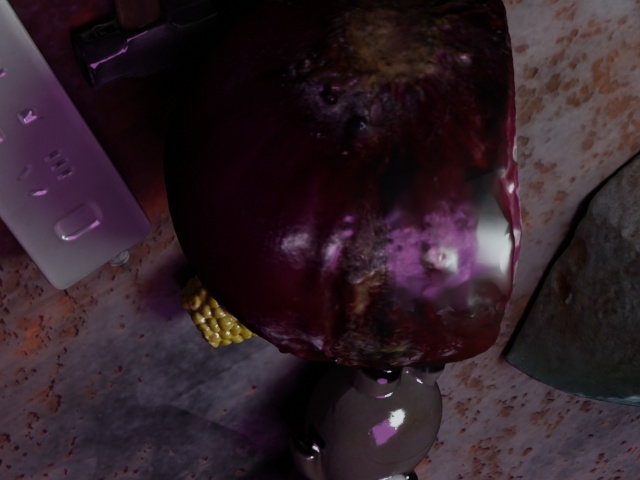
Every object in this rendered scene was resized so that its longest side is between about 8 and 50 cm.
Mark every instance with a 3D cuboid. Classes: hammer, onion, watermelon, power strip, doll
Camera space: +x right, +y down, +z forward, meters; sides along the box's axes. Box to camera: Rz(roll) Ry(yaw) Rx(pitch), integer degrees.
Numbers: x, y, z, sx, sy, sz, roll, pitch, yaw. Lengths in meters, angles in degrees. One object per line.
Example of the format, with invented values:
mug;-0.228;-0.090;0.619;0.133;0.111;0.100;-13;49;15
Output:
hammer;-0.148;-0.272;1.355;0.111;0.043;0.365;-21;133;-14
onion;0.012;-0.058;1.455;0.260;0.336;0.282;-2;150;-1
watermelon;0.357;0.025;1.829;0.228;0.258;0.387;-10;175;-44
power strip;-0.225;-0.076;1.457;0.098;0.058;0.338;-34;137;-4
doll;0.044;0.195;1.811;0.182;0.117;0.257;-7;126;-35

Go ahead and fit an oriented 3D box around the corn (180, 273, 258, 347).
corn;0.002;0.004;1.646;0.260;0.091;0.091;-30;149;-2
